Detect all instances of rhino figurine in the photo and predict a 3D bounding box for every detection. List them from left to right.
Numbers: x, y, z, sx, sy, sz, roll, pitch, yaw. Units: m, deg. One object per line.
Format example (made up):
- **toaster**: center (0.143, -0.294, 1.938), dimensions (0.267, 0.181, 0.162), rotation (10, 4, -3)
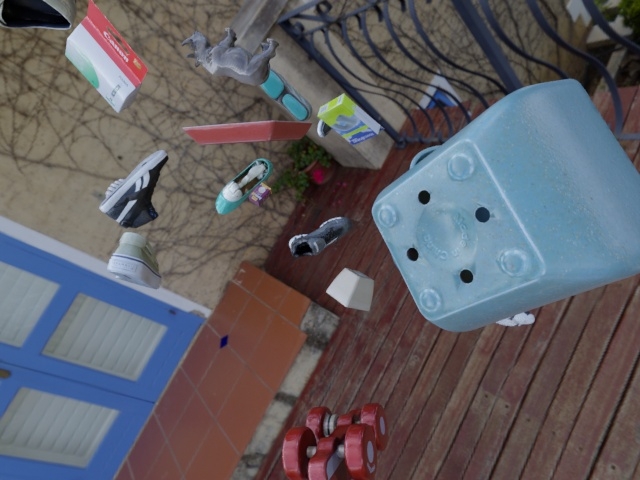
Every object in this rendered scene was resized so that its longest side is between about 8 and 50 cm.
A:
- **rhino figurine**: center (-0.220, -0.433, 0.976), dimensions (0.073, 0.243, 0.106), rotation (-9, -63, -80)

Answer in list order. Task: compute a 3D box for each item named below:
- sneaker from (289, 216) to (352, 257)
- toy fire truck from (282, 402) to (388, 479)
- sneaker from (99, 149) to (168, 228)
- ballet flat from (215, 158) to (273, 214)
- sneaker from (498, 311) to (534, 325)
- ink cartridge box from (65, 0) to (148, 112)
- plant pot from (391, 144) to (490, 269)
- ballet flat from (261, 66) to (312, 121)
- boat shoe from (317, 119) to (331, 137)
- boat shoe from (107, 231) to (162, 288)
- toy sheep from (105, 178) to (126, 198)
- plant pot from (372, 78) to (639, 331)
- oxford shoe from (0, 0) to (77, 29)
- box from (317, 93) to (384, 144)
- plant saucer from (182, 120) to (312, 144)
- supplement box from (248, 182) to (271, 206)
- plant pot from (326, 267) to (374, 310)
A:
- **sneaker**: center (0.000, 0.000, 1.391), dimensions (0.234, 0.078, 0.106), rotation (-24, 22, 12)
- **toy fire truck**: center (0.054, 0.496, 0.876), dimensions (0.169, 0.302, 0.254), rotation (-12, 84, 19)
- **sneaker**: center (-0.452, -0.124, 1.094), dimensions (0.217, 0.121, 0.079), rotation (-49, 34, -11)
- **ballet flat**: center (-0.260, -0.190, 1.391), dimensions (0.247, 0.083, 0.087), rotation (-43, -6, -9)
- **sneaker**: center (0.536, 0.167, 1.273), dimensions (0.094, 0.234, 0.153), rotation (94, -174, -67)
- **ink cartridge box**: center (-0.516, -0.427, 1.001), dimensions (0.056, 0.181, 0.224), rotation (-48, 21, -26)
- **plant pot**: center (0.380, -0.049, 1.260), dimensions (0.334, 0.340, 0.341), rotation (105, 169, -50)
- **ballet flat**: center (-0.110, -0.455, 1.290), dimensions (0.072, 0.213, 0.068), rotation (-39, 13, 31)
- **boat shoe**: center (0.035, -0.407, 1.407), dimensions (0.040, 0.049, 0.142), rotation (1, 55, 44)
- **boat shoe**: center (-0.430, 0.056, 1.003), dimensions (0.302, 0.109, 0.094), rotation (148, 139, -69)
- **toy sheep**: center (-0.663, -0.154, 1.386), dimensions (0.091, 0.091, 0.132), rotation (-8, 44, 48)
- **plant pot**: center (0.212, -0.025, 0.500), dimensions (0.247, 0.252, 0.248), rotation (-37, 74, 44)
- **oxford shoe**: center (-0.789, -0.585, 0.966), dimensions (0.140, 0.396, 0.147), rotation (-55, 47, 54)
- **box**: center (0.092, -0.349, 1.238), dimensions (0.109, 0.178, 0.043), rotation (-11, 57, 49)
- **plant saucer**: center (-0.182, -0.285, 1.113), dimensions (0.258, 0.259, 0.048), rotation (2, 104, 20)
- **supplement box**: center (-0.247, -0.189, 1.714), dimensions (0.083, 0.055, 0.043), rotation (-52, -11, -18)
- **plant pot**: center (0.103, 0.147, 1.302), dimensions (0.109, 0.109, 0.096), rotation (31, 101, 48)
